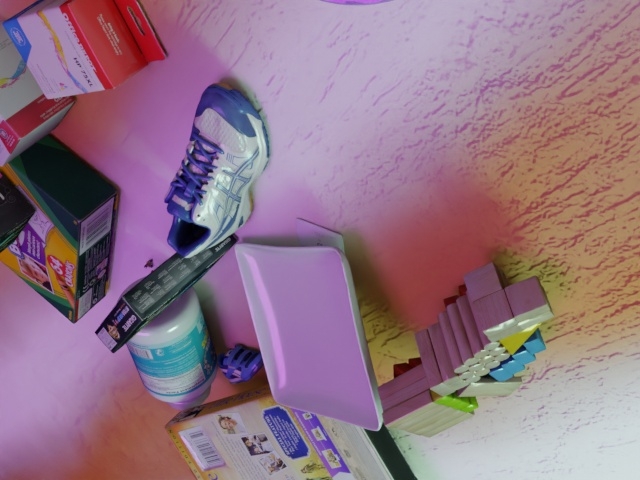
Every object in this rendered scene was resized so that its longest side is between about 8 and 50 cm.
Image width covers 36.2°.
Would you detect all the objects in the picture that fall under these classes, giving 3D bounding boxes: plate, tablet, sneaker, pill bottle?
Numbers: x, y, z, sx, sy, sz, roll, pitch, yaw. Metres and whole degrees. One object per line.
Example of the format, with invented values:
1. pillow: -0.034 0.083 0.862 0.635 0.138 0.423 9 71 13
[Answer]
1. plate: -0.012 0.132 1.474 0.278 0.045 0.277 2 109 54
2. tablet: 0.000 0.000 1.425 0.083 0.006 0.054 22 140 30
3. sneaker: -0.142 0.219 1.757 0.059 0.053 0.144 52 144 -7
4. pill bottle: -0.269 0.194 1.772 0.146 0.146 0.264 23 143 28
5. sneaker: -0.156 -0.085 1.388 0.112 0.131 0.296 33 142 20

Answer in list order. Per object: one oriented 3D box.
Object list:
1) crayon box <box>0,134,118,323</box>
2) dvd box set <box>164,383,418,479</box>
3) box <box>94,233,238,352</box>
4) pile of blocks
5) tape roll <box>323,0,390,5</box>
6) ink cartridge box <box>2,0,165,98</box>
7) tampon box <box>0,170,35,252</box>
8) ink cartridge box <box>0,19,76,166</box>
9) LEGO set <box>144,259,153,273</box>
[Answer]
1. crayon box: -0.536 -0.053 1.826 0.313 0.106 0.363 37 145 11
2. dvd box set: -0.048 0.395 1.711 0.420 0.062 0.307 -24 102 37
3. box: -0.248 0.073 1.565 0.051 0.220 0.175 48 145 0
4. pile of blocks: 0.200 0.135 1.301 0.362 0.149 0.112 -55 39 46
5. tape roll: 0.043 -0.349 0.853 0.275 0.090 0.274 9 112 22
6. ink cartridge box: -0.342 -0.288 1.410 0.231 0.078 0.134 1 127 45
7. tampon box: -0.594 -0.029 1.713 0.101 0.120 0.161 49 144 -4
8. ink cartridge box: -0.519 -0.240 1.595 0.176 0.127 0.128 49 146 -8
9. LEGO set: -0.294 0.073 1.784 0.083 0.023 0.054 36 145 12
